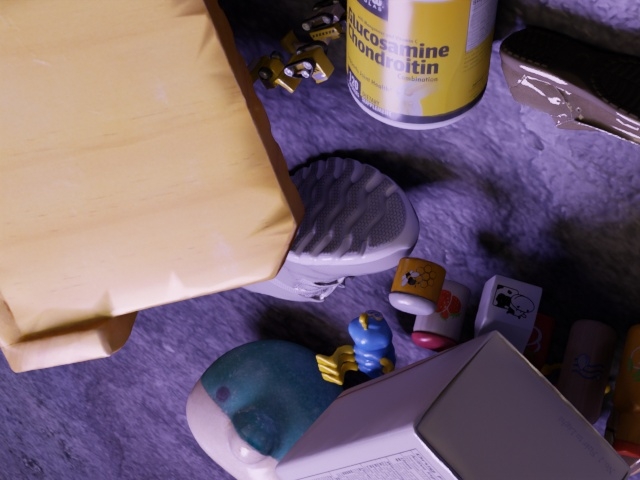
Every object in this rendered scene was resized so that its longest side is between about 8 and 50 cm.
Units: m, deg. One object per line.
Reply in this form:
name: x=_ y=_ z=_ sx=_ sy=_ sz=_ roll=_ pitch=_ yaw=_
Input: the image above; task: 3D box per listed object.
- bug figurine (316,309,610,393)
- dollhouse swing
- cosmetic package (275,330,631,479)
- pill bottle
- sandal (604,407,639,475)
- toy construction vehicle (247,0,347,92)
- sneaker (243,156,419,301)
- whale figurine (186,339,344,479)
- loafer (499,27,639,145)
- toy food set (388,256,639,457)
bug figurine: x=0.140 y=0.158 z=1.285 sx=0.279 sy=0.072 sz=0.216 roll=19 pitch=149 yaw=20
dollhouse swing: x=-0.188 y=-0.112 z=1.191 sx=0.305 sy=0.315 sz=0.346 roll=-20 pitch=108 yaw=9
cosmetic package: x=0.095 y=0.192 z=1.138 sx=0.160 sy=0.113 sz=0.309 roll=46 pitch=154 yaw=-5
pill bottle: x=0.069 y=-0.171 z=0.925 sx=0.103 sy=0.103 sz=0.184 roll=25 pitch=145 yaw=20
sandal: x=0.299 y=0.157 z=1.149 sx=0.049 sy=0.072 sz=0.180 roll=24 pitch=146 yaw=-18
toy construction vehicle: x=-0.012 y=-0.143 z=1.054 sx=0.098 sy=0.086 sz=0.035 roll=-12 pitch=129 yaw=49
sneaker: x=0.000 y=0.000 z=1.228 sx=0.115 sy=0.105 sz=0.281 roll=40 pitch=157 yaw=-30
whale figurine: x=-0.009 y=0.203 z=1.379 sx=0.272 sy=0.141 sz=0.216 roll=39 pitch=-177 yaw=36
loafer: x=0.190 y=-0.100 z=0.945 sx=0.148 sy=0.056 sz=0.050 roll=32 pitch=149 yaw=27
toy food set: x=0.159 y=0.098 z=1.116 sx=0.232 sy=0.104 sz=0.111 roll=17 pitch=167 yaw=-3
